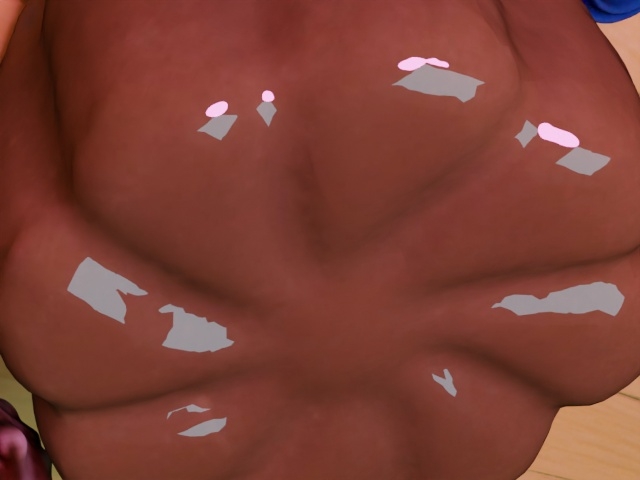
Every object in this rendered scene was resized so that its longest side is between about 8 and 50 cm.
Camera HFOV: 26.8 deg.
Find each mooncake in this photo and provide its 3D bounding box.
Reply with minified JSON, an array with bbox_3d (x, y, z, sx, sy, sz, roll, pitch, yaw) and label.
[{"bbox_3d":[0.000,0.000,0.728,0.378,0.201,0.378,-5,126,-6],"label":"mooncake"}]

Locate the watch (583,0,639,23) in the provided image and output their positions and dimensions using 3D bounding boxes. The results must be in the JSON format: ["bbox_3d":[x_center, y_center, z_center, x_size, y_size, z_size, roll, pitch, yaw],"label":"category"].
[{"bbox_3d":[0.179,-0.227,0.875,0.196,0.171,0.200,-51,150,18],"label":"watch"}]

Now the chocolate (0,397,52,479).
[{"bbox_3d":[-0.270,0.150,0.670,0.340,0.225,0.210,14,98,-48],"label":"chocolate"}]
